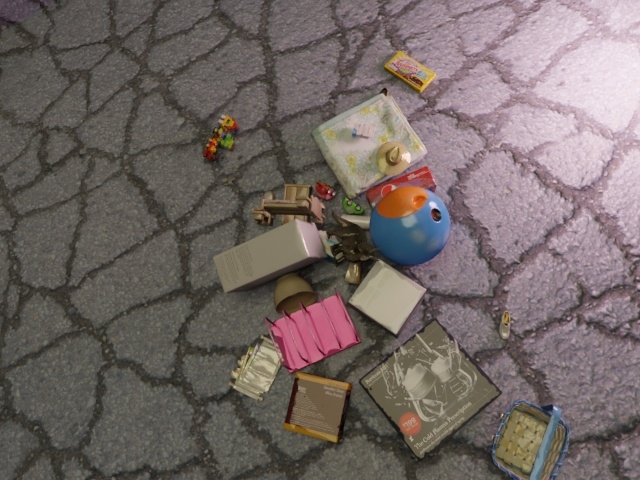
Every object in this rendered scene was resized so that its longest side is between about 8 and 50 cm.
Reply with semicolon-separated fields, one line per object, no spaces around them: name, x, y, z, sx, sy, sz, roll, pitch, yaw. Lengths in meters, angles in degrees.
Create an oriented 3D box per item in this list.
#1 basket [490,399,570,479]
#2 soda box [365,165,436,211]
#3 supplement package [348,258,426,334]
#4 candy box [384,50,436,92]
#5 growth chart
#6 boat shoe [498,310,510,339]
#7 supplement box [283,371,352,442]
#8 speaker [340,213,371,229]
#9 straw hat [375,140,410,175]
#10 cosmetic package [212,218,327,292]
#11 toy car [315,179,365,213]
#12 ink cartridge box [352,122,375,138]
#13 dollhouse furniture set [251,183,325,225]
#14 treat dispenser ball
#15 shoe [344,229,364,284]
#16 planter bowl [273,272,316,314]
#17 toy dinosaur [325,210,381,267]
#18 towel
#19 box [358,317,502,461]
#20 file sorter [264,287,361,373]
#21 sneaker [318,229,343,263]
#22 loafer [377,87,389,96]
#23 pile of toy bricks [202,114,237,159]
basket;0.638;0.624;1.461;0.201;0.289;0.254;26;76;12
soda box;0.315;-0.192;1.890;0.263;0.083;0.092;-22;71;2
supplement package;0.243;0.213;1.740;0.203;0.149;0.194;34;81;18
candy box;0.386;-0.730;2.078;0.206;0.027;0.105;41;80;19
growth chart;-0.230;0.478;1.813;0.172;0.021;0.237;29;80;18
boat shoe;0.653;0.298;1.697;0.035;0.035;0.100;9;74;13
supplement box;-0.004;0.577;1.682;0.191;0.129;0.194;9;75;13
speaker;0.149;-0.073;1.899;0.136;0.055;0.055;5;74;12
straw hat;0.284;-0.326;1.850;0.145;0.061;0.144;0;79;-1
cosmetic package;-0.185;0.064;1.795;0.366;0.197;0.155;-24;79;16
toy car;0.070;-0.159;1.893;0.225;0.239;0.053;31;98;-6
ink cartridge box;0.169;-0.427;1.883;0.083;0.028;0.048;13;79;1
dollhouse furniture set;-0.145;-0.173;1.817;0.303;0.355;0.173;3;79;13
treat dispenser ball;0.322;-0.053;1.737;0.288;0.288;0.288;-3;72;10
shoe;0.134;0.060;1.848;0.058;0.076;0.219;7;76;7
planter bowl;-0.109;0.192;1.815;0.162;0.162;0.109;-26;58;2
toy dinosaur;0.113;0.009;1.790;0.160;0.121;0.313;-15;41;-1
towel;0.196;-0.388;1.933;0.374;0.090;0.320;-29;78;-7
box;0.358;0.494;1.615;0.343;0.179;0.312;-39;69;-3
file sorter;-0.029;0.319;1.730;0.291;0.182;0.202;-23;70;-2
sneaker;0.000;0.000;1.895;0.229;0.087;0.092;32;70;13
loafer;0.251;-0.588;2.045;0.056;0.050;0.148;16;76;15
pile of toy bricks;-0.427;-0.435;2.109;0.105;0.118;0.212;25;59;-11
